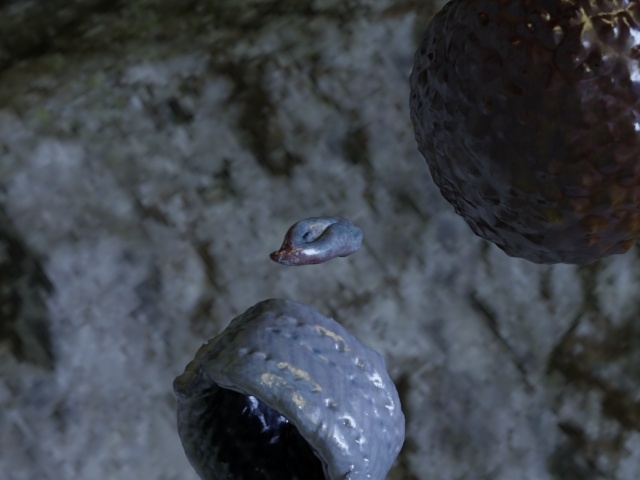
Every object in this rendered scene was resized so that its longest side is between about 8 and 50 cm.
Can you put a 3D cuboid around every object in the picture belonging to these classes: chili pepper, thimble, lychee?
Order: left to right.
[{"bbox_3d":[-0.032,0.194,1.972,0.245,0.157,0.217,49,-46,-9],"label":"thimble"},{"bbox_3d":[0.000,-0.001,1.721,0.050,0.153,0.041,7,-83,27],"label":"chili pepper"},{"bbox_3d":[0.190,-0.108,1.364,0.260,0.260,0.260,23,-50,30],"label":"lychee"}]
